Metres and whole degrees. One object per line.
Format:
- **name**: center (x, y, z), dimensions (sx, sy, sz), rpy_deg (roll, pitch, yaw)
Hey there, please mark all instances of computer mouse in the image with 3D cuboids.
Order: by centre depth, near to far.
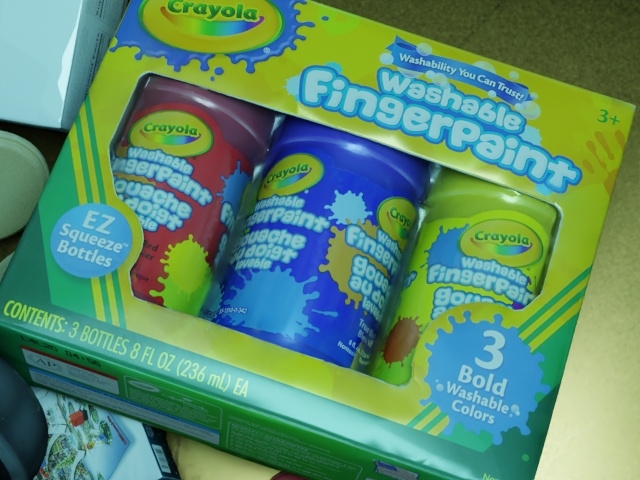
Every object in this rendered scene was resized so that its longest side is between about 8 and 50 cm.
- **computer mouse**: center (-0.306, 0.124, 1.183), dimensions (0.272, 0.188, 0.072), rpy_deg (12, 46, 47)

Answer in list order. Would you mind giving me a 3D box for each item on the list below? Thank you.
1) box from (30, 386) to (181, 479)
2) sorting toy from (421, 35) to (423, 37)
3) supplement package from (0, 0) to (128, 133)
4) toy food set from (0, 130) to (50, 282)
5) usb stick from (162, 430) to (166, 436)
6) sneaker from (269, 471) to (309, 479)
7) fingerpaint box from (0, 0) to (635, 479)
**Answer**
- **box**: center (-0.240, 0.143, 1.274), dimensions (0.159, 0.044, 0.233), rpy_deg (-28, 69, 11)
- **sorting toy**: center (0.096, -0.142, 1.358), dimensions (0.083, 0.045, 0.075), rpy_deg (46, 103, 12)
- **supplement package**: center (-0.327, -0.218, 1.322), dimensions (0.262, 0.145, 0.204), rpy_deg (11, 91, 6)
- **toy food set**: center (-0.313, -0.050, 1.297), dimensions (0.132, 0.192, 0.038), rpy_deg (-37, 41, 6)
- **usb stick**: center (-0.177, 0.170, 1.295), dimensions (0.077, 0.045, 0.278), rpy_deg (3, 78, 8)
- **sneaker**: center (0.038, 0.274, 1.216), dimensions (0.221, 0.128, 0.087), rpy_deg (38, 81, 9)
- **fingerpaint box**: center (0.000, 0.000, 1.211), dimensions (0.445, 0.163, 0.371), rpy_deg (19, 66, 3)
